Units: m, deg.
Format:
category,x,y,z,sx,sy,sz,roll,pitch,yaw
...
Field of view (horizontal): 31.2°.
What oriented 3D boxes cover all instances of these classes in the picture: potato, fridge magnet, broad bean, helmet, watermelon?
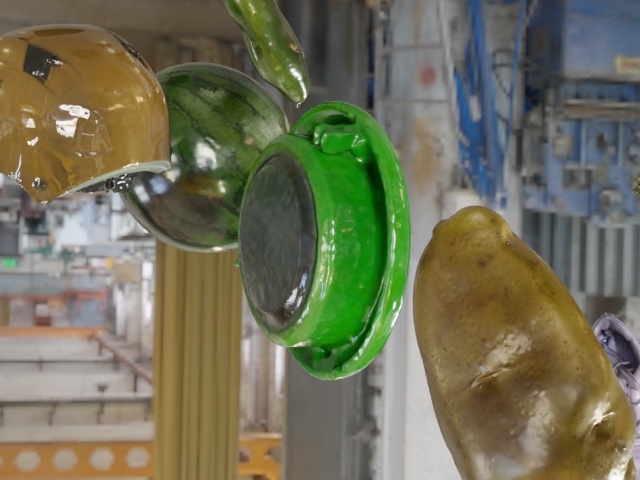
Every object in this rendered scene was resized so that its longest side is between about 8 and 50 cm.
category,x,y,z,sx,sy,sz,roll,pitch,yaw
potato,0.207,0.143,1.235,0.176,0.369,0.195,-19,169,-19
fridge magnet,0.000,0.000,0.853,0.088,0.208,0.208,0,180,-27
broad bean,-0.067,-0.240,1.118,0.046,0.255,0.065,-7,-154,32
helmet,-0.234,-0.129,1.027,0.224,0.130,0.198,27,-151,36
watermelon,-0.146,-0.104,1.451,0.242,0.242,0.242,1,179,0

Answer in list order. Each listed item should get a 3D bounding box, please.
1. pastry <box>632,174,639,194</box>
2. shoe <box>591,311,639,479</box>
category,x,y,z,sx,sy,sz,roll,pitch,yaw
pastry,0.521,-0.010,1.436,0.240,0.235,0.132,-25,-176,39
shoe,0.355,0.205,1.343,0.095,0.245,0.138,-11,145,3
